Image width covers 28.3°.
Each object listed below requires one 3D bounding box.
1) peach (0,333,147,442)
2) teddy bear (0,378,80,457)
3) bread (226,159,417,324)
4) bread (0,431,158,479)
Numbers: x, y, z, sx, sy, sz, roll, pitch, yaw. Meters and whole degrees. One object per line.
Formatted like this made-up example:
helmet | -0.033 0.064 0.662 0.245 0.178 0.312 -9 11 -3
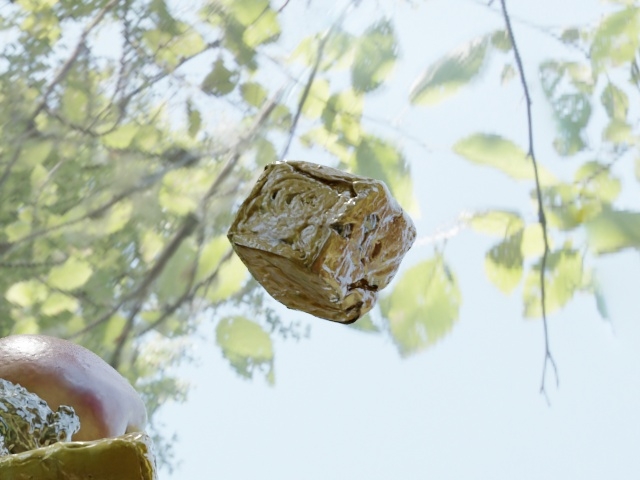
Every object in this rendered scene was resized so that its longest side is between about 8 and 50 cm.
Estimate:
peach | -0.373 0.259 1.506 0.333 0.308 0.307 -11 -68 10
teddy bear | -0.373 0.256 1.197 0.246 0.222 0.296 15 -108 13
bread | 0.000 0.000 1.420 0.158 0.149 0.143 10 -29 33
bread | -0.177 0.179 0.901 0.132 0.053 0.074 -9 -93 3
